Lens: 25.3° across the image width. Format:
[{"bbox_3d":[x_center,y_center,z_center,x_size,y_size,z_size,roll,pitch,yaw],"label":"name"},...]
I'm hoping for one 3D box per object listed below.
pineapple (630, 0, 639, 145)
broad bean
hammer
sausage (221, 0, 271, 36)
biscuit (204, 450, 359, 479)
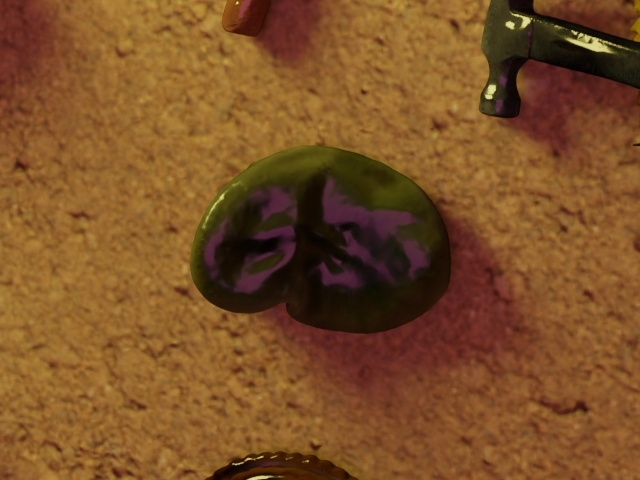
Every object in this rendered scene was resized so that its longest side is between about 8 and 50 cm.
[{"bbox_3d":[0.328,-0.211,0.986,0.161,0.158,0.334,62,148,36],"label":"pineapple"},{"bbox_3d":[0.000,0.001,1.144,0.206,0.072,0.153,-2,102,3],"label":"broad bean"},{"bbox_3d":[0.217,-0.128,0.984,0.290,0.037,0.137,25,116,51],"label":"hammer"},{"bbox_3d":[-0.053,-0.203,1.132,0.034,0.034,0.083,22,103,10],"label":"sausage"},{"bbox_3d":[-0.028,0.286,1.194,0.220,0.066,0.220,2,99,14],"label":"biscuit"}]
